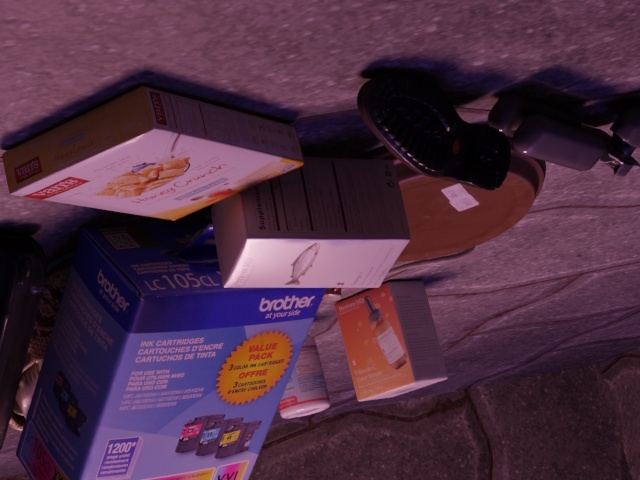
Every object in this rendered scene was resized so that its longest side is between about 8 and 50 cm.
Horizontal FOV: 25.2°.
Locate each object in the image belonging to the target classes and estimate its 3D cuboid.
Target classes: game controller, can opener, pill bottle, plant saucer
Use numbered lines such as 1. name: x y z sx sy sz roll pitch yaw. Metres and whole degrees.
1. game controller: -0.404 0.130 1.564 0.167 0.067 0.319 4 119 -29
2. can opener: 0.287 -0.130 1.560 0.283 0.076 0.095 7 124 -56
3. pill bottle: -0.042 0.215 2.421 0.087 0.160 0.087 -13 167 -3
4. plant saucer: 0.129 -0.043 1.665 0.278 0.041 0.278 -9 155 -4

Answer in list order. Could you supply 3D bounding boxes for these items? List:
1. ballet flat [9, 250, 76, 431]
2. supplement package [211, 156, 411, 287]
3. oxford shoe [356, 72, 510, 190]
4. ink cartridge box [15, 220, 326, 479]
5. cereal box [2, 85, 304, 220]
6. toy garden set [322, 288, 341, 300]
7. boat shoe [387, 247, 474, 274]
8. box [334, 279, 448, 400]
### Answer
1. ballet flat: -0.326 0.159 1.851 0.164 0.182 0.483 -6 165 -26
2. supplement package: -0.012 -0.018 1.499 0.179 0.105 0.105 0 149 -19
3. oxford shoe: 0.091 -0.103 1.397 0.096 0.082 0.227 12 170 37
4. ink cartridge box: -0.169 0.126 1.668 0.270 0.151 0.395 -3 123 -40
5. cereal box: -0.151 -0.075 1.335 0.173 0.047 0.240 -21 165 30
6. toy garden set: -0.065 0.054 1.912 0.204 0.049 0.244 13 153 -26
7. boat shoe: 0.080 -0.001 1.826 0.233 0.084 0.079 -4 -170 -17
8. box: 0.115 0.165 2.348 0.130 0.170 0.091 -25 164 40
